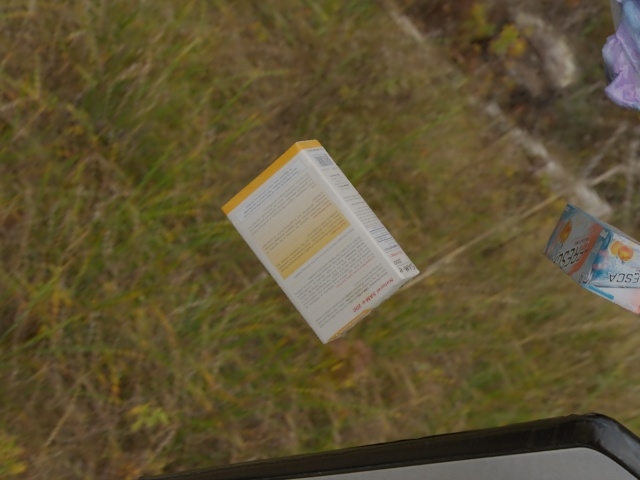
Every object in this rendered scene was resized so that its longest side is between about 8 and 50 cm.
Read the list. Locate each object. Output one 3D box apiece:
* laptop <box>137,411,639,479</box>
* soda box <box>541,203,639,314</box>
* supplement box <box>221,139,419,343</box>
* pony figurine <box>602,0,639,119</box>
[{"bbox_3d":[0.092,0.292,0.629,0.408,0.382,0.236,40,64,-15],"label":"laptop"},{"bbox_3d":[0.262,0.015,1.489,0.063,0.183,0.058,26,96,-7],"label":"soda box"},{"bbox_3d":[0.000,0.000,0.899,0.098,0.062,0.036,53,18,7],"label":"supplement box"},{"bbox_3d":[0.213,-0.270,1.015,0.351,0.303,0.364,-21,91,2],"label":"pony figurine"}]
